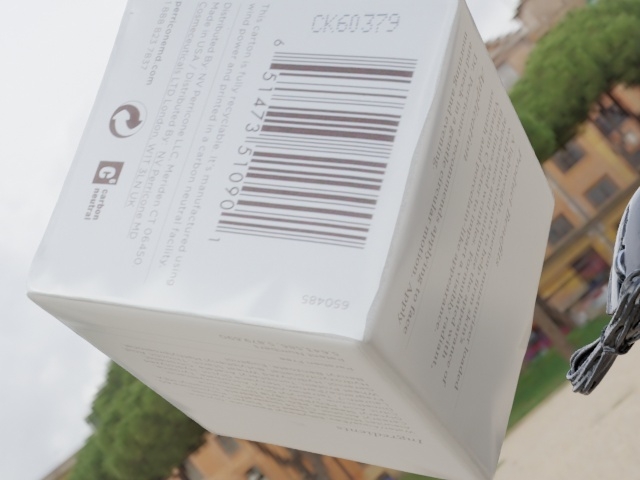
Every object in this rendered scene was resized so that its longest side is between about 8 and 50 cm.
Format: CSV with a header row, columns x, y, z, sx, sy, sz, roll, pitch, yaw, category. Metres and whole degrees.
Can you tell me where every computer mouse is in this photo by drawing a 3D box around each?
x,y,z,sx,sy,sz,roll,pitch,yaw,category
0.274,-0.008,1.089,0.262,0.060,0.184,-52,-7,-29,computer mouse

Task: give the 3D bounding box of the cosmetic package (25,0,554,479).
x,y,z,sx,sy,sz,roll,pitch,yaw,category
0.000,0.000,0.590,0.184,0.151,0.151,52,-130,-56,cosmetic package
